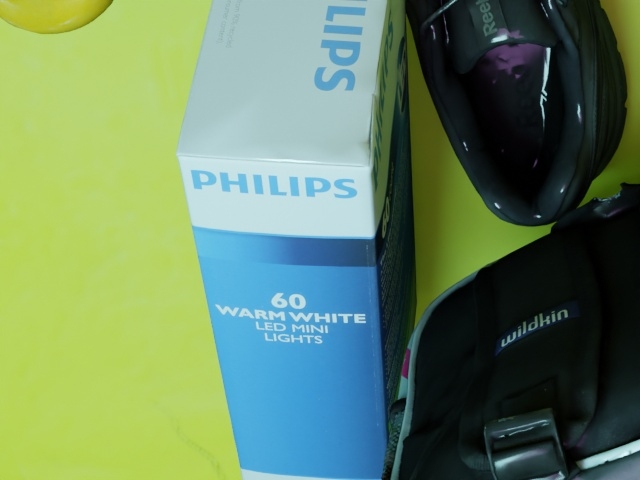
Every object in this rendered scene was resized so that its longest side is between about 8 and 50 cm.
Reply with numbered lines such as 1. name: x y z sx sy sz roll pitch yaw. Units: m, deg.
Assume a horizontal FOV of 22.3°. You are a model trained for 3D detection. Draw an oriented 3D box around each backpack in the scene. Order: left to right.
1. backpack: 0.146 0.076 0.648 0.225 0.253 0.191 -21 111 11

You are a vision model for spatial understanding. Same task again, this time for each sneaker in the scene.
1. sneaker: 0.076 -0.139 0.724 0.109 0.130 0.286 -17 107 16

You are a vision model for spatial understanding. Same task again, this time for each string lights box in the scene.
1. string lights box: 0.000 0.000 0.727 0.077 0.133 0.259 3 142 8

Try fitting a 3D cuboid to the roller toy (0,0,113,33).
1. roller toy: -0.112 -0.214 0.698 0.191 0.146 0.209 48 119 -2
